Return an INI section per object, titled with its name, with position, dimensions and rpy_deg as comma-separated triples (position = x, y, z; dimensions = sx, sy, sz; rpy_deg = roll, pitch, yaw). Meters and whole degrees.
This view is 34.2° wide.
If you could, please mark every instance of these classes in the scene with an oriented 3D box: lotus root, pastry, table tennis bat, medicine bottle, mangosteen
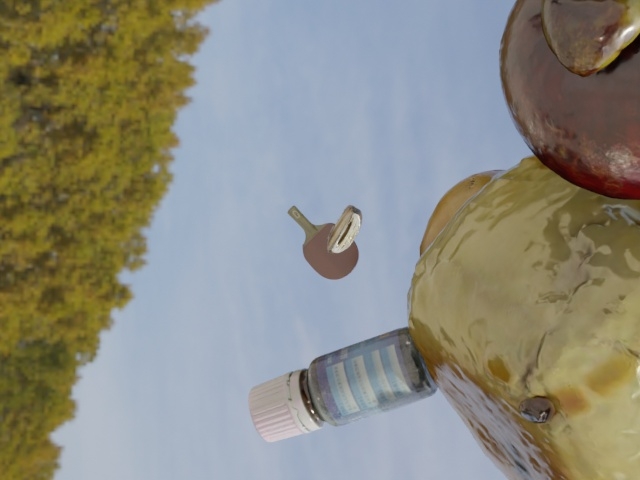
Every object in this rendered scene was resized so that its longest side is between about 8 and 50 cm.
[lotus root]
position = 0.040, -0.016, 1.633
dimensions = 0.083, 0.030, 0.037
rpy_deg = -57, -152, 20
[pastry]
position = 0.279, 0.083, 0.983
dimensions = 0.388, 0.313, 0.388
rpy_deg = 45, -18, 20
[table tennis bat]
position = 0.000, 0.000, 1.813
dimensions = 0.156, 0.087, 0.013
rpy_deg = 46, 3, 11
[medicine bottle]
position = 0.023, 0.163, 1.145
dimensions = 0.083, 0.203, 0.083
rpy_deg = 60, 16, -29
[mangosteen]
position = 0.235, -0.148, 0.740
dimensions = 0.257, 0.215, 0.215
rpy_deg = 70, 7, -61

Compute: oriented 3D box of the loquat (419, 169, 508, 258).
[loquat]
position = 0.237, 0.025, 1.280
dimensions = 0.235, 0.235, 0.235
rpy_deg = -177, -90, -65
